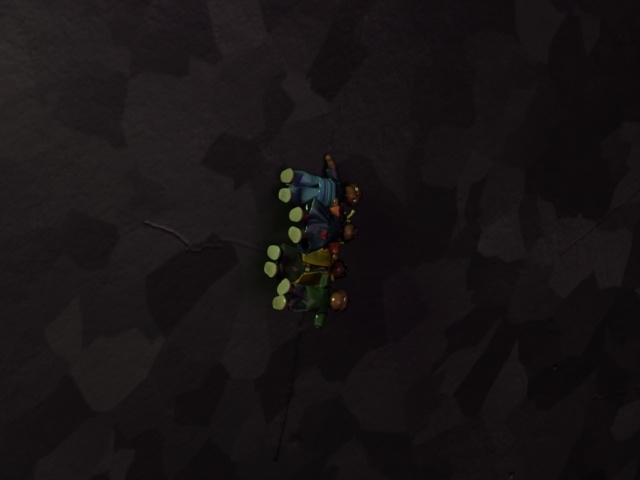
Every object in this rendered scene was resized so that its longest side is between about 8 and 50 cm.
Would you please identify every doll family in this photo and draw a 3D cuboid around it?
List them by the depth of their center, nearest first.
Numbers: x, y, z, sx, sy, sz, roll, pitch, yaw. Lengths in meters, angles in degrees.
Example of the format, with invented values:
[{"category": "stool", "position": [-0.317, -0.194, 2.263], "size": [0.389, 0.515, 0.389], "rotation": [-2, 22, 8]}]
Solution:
[{"category": "doll family", "position": [0.000, 0.000, 1.786], "size": [0.111, 0.076, 0.193], "rotation": [7, 101, -36]}]
